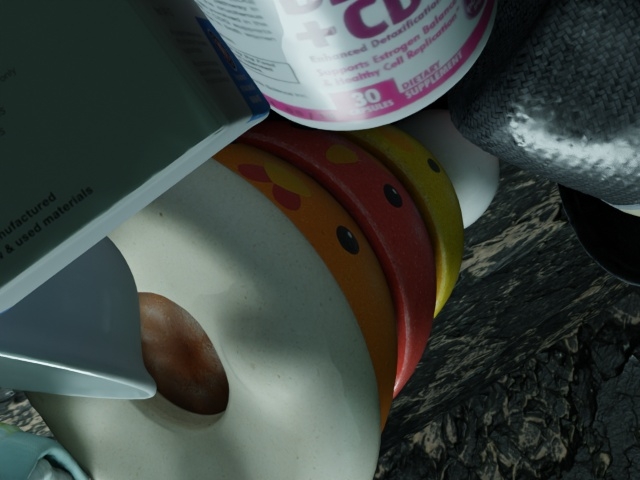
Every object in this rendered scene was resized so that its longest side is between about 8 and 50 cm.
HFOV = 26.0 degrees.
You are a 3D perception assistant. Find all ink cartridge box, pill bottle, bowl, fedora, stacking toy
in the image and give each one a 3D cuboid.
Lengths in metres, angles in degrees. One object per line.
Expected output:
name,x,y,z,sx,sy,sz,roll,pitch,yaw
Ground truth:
ink cartridge box,-0.160,-0.096,0.569,0.168,0.233,0.171,-36,-177,8
pill bottle,-0.014,-0.189,0.681,0.160,0.160,0.283,-30,149,3
bowl,-0.242,0.014,0.881,0.297,0.134,0.298,6,168,1
fedora,0.169,-0.128,0.834,0.152,0.334,0.334,6,150,-15
stacking toy,0.000,0.000,1.166,0.480,0.350,0.350,-38,173,-46

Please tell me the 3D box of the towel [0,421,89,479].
towel,-0.336,0.181,1.059,0.320,0.090,0.374,13,159,5
